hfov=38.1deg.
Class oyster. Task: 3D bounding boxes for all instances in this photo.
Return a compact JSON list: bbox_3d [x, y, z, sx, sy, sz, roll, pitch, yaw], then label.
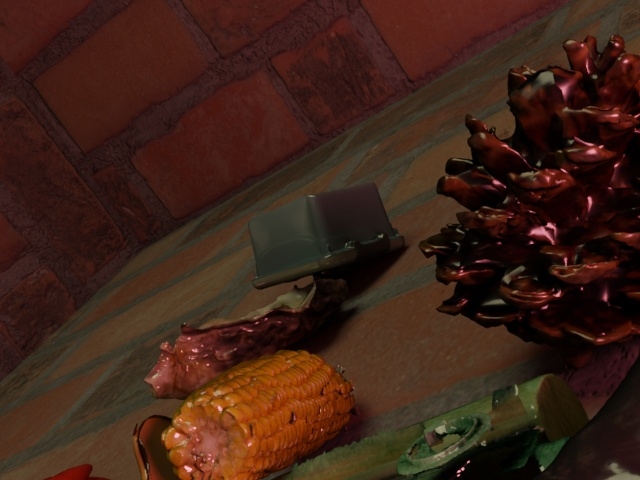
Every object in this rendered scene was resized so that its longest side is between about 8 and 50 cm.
[{"bbox_3d":[-0.083,0.125,1.258,0.271,0.100,0.275,-36,-12,17],"label":"oyster"}]

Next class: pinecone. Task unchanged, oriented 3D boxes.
[{"bbox_3d":[0.205,-0.025,0.763,0.243,0.243,0.257,-20,60,49],"label":"pinecone"}]

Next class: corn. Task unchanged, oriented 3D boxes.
[{"bbox_3d":[-0.050,0.158,0.849,0.115,0.115,0.318,-32,-11,13],"label":"corn"}]

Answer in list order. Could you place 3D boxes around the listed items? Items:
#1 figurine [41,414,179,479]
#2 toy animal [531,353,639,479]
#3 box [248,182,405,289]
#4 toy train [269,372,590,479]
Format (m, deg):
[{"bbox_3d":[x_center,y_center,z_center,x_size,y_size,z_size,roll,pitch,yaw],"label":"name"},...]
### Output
[{"bbox_3d":[-0.194,0.284,0.831,0.257,0.181,0.208,-33,50,15],"label":"figurine"},{"bbox_3d":[0.158,0.140,0.447,0.343,0.106,0.168,-32,38,-17],"label":"toy animal"},{"bbox_3d":[0.000,0.000,1.405,0.162,0.130,0.227,-14,-2,-38],"label":"box"},{"bbox_3d":[0.054,0.176,0.647,0.307,0.126,0.189,-28,13,29],"label":"toy train"}]
